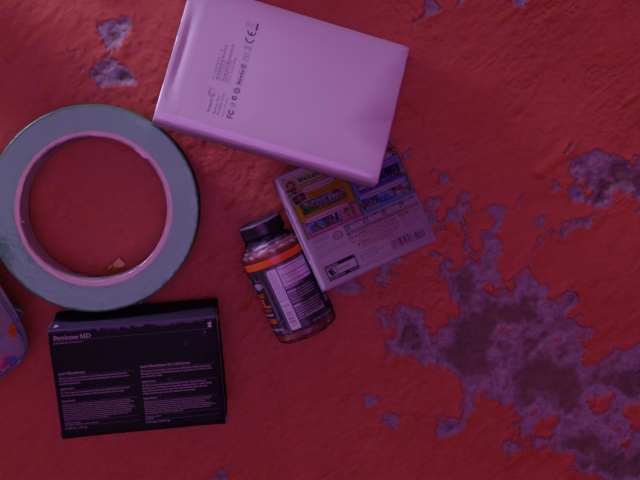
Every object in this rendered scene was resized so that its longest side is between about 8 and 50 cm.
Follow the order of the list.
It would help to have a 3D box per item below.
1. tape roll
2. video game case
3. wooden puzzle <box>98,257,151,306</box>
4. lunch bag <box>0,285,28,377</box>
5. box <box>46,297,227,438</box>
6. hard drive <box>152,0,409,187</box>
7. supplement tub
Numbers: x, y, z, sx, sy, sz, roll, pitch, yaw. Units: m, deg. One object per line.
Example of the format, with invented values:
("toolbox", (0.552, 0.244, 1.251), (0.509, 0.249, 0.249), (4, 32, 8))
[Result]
("tape roll", (-0.349, -0.051, 1.558), (0.321, 0.077, 0.321), (0, 95, -5))
("video game case", (0.056, -0.048, 1.582), (0.212, 0.023, 0.193), (-24, 90, -19))
("wooden puzzle", (-0.321, 0.093, 1.619), (0.078, 0.014, 0.116), (-32, 99, 0))
("lunch bag", (-0.565, 0.125, 1.479), (0.108, 0.279, 0.224), (34, 62, 31))
("box", (-0.285, 0.200, 1.587), (0.261, 0.103, 0.184), (-4, 106, -4))
("hard drive", (-0.057, -0.240, 1.547), (0.353, 0.047, 0.233), (15, 78, -6))
("supplement tub", (-0.058, 0.057, 1.590), (0.106, 0.106, 0.198), (-24, 98, -1))
